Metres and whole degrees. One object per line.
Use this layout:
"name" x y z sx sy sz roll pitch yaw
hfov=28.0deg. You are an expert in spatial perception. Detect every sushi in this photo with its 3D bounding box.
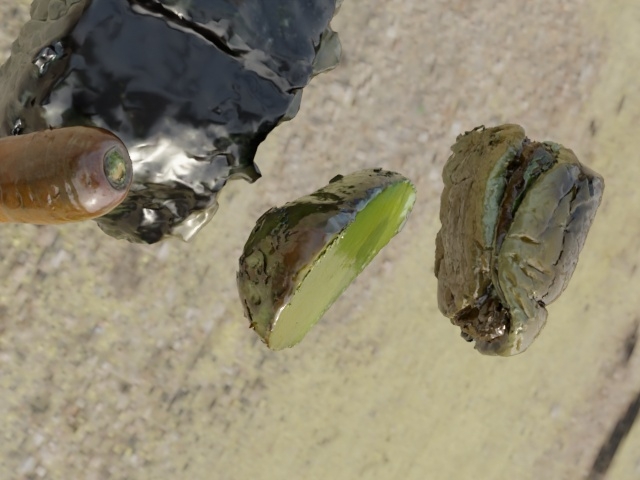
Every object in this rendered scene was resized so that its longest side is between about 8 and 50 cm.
"sushi" -0.076 -0.176 0.838 0.170 0.211 0.350 31 72 -20

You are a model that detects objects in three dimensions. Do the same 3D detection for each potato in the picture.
"potato" 0.000 0.000 0.799 0.198 0.054 0.119 -39 158 -53

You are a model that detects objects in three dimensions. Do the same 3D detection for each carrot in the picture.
"carrot" -0.177 -0.027 0.627 0.047 0.191 0.047 -5 90 -66

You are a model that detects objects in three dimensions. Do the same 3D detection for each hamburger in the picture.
"hamburger" 0.174 0.001 1.129 0.183 0.129 0.206 154 -56 -84
